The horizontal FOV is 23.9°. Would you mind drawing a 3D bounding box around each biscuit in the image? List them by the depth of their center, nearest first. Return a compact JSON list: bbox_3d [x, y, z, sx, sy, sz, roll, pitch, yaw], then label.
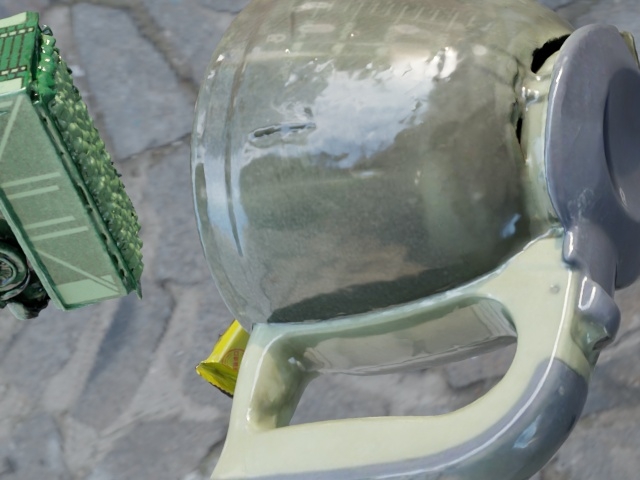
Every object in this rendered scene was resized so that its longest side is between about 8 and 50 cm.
[{"bbox_3d":[0.000,0.000,1.166,0.048,0.026,0.292,31,103,-21],"label":"biscuit"}]

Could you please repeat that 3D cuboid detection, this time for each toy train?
[{"bbox_3d":[-0.241,-0.051,1.165,0.154,0.115,0.269,-17,134,4],"label":"toy train"}]

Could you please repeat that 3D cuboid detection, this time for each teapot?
[{"bbox_3d":[0.027,-0.011,0.385,0.108,0.149,0.111,-3,117,36],"label":"teapot"}]
